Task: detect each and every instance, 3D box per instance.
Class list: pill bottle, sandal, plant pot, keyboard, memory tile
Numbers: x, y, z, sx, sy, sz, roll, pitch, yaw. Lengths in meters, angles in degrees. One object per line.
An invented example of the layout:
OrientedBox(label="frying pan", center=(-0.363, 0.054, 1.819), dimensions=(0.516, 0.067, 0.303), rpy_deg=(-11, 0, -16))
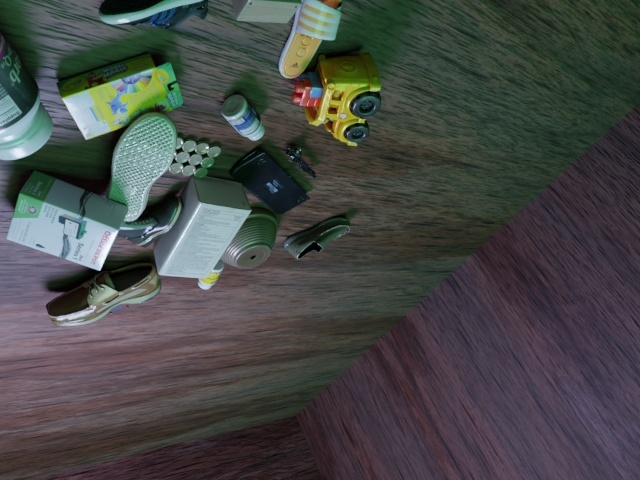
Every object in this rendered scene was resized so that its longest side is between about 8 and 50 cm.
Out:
OrientedBox(label="pill bottle", center=(-0.184, -0.296, 1.329), dimensions=(0.067, 0.067, 0.120), rpy_deg=(-33, 151, 8))
OrientedBox(label="sandal", center=(-0.011, -0.458, 1.214), dimensions=(0.102, 0.076, 0.265), rpy_deg=(-8, 145, -33))
OrientedBox(label="pill bottle", center=(-0.586, -0.274, 0.924), dimensions=(0.162, 0.162, 0.278), rpy_deg=(-24, 151, -8))
OrientedBox(label="pill bottle", center=(-0.368, 0.109, 1.809), dimensions=(0.065, 0.065, 0.116), rpy_deg=(-4, 143, -36))
OrientedBox(label="plant pot", center=(-0.232, 0.012, 1.729), dimensions=(0.237, 0.109, 0.237), rpy_deg=(-21, 149, -13))
OrientedBox(label="keyboard", center=(-0.112, -0.185, 1.603), dimensions=(0.202, 0.033, 0.317), rpy_deg=(-28, 152, 12))
OrientedBox(label="memory tile", center=(-0.335, -0.211, 1.383), dimensions=(0.148, 0.012, 0.113), rpy_deg=(6, 132, -45))

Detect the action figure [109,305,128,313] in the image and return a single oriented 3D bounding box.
OrientedBox(label="action figure", center=(-0.679, 0.220, 1.754), dimensions=(0.115, 0.030, 0.038), rpy_deg=(-11, 151, -25))

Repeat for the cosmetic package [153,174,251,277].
OrientedBox(label="cosmetic package", center=(-0.343, -0.031, 1.549), dimensions=(0.160, 0.113, 0.309), rpy_deg=(9, 134, -38))

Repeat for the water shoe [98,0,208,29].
OrientedBox(label="water shoe", center=(-0.305, -0.424, 1.019), dimensions=(0.203, 0.073, 0.080), rpy_deg=(-20, 152, -14))

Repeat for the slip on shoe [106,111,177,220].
OrientedBox(label="slip on shoe", center=(-0.418, -0.178, 1.264), dimensions=(0.123, 0.101, 0.331), rpy_deg=(20, 136, -20))

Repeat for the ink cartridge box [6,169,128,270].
OrientedBox(label="ink cartridge box", center=(-0.586, -0.041, 1.272), dimensions=(0.219, 0.092, 0.160), rpy_deg=(23, 128, -21))

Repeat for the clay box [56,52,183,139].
OrientedBox(label="clay box", center=(-0.410, -0.304, 1.136), dimensions=(0.222, 0.053, 0.127), rpy_deg=(-23, 153, -12))

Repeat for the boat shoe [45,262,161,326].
OrientedBox(label="boat shoe", center=(-0.631, 0.141, 1.596), dimensions=(0.324, 0.122, 0.120), rpy_deg=(-21, 146, -29))

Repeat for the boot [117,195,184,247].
OrientedBox(label="boot", center=(-0.472, -0.060, 1.451), dimensions=(0.198, 0.077, 0.137), rpy_deg=(-42, 143, 20))

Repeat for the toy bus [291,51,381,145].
OrientedBox(label="toy bus", center=(0.026, -0.349, 1.364), dimensions=(0.212, 0.149, 0.220), rpy_deg=(-5, 147, -17))

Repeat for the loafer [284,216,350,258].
OrientedBox(label="loafer", center=(0.000, 0.000, 1.930), dimensions=(0.251, 0.087, 0.094), rpy_deg=(-24, 150, -8))

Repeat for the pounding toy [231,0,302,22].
OrientedBox(label="pounding toy", center=(-0.114, -0.500, 1.019), dimensions=(0.130, 0.141, 0.100), rpy_deg=(-10, 174, -30))
